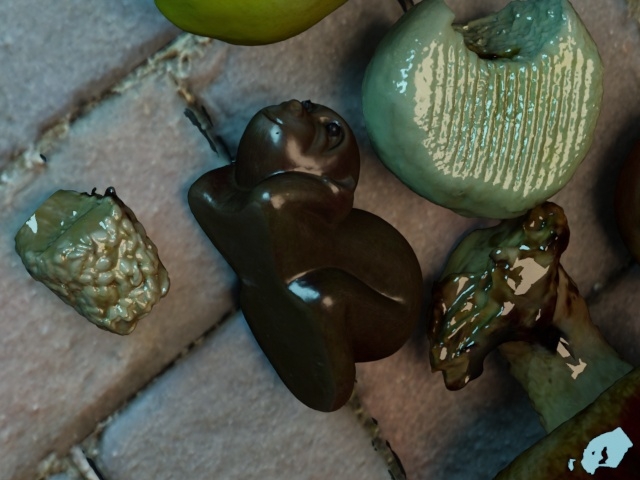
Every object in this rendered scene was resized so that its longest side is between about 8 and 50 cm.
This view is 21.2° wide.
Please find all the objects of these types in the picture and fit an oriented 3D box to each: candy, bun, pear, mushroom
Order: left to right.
[{"bbox_3d":[-0.171,0.015,1.296,0.085,0.095,0.110,-48,126,-18],"label":"candy"},{"bbox_3d":[-0.044,-0.241,1.263,0.200,0.200,0.200,-8,105,-31],"label":"pear"},{"bbox_3d":[0.130,-0.125,1.435,0.212,0.126,0.204,27,86,-26],"label":"bun"},{"bbox_3d":[0.253,0.184,1.548,0.331,0.356,0.334,-58,154,1],"label":"mushroom"}]

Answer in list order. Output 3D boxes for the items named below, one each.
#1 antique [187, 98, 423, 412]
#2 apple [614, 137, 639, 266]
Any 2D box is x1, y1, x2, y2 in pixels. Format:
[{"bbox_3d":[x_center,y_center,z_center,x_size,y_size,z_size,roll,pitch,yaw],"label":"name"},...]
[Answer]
[{"bbox_3d":[0.000,0.000,1.388,0.143,0.121,0.257,-41,120,-26],"label":"antique"},{"bbox_3d":[0.367,-0.036,1.571,0.174,0.188,0.188,-43,120,-11],"label":"apple"}]
